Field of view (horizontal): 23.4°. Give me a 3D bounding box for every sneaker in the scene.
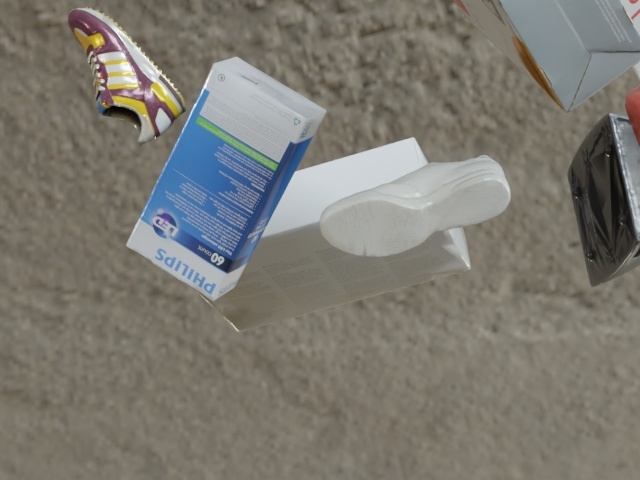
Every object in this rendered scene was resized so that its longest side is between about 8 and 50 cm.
[{"bbox_3d":[-0.249,-0.197,1.849,0.084,0.185,0.069,-44,173,-17],"label":"sneaker"},{"bbox_3d":[0.101,-0.046,1.725,0.212,0.094,0.080,-13,125,2],"label":"sneaker"}]

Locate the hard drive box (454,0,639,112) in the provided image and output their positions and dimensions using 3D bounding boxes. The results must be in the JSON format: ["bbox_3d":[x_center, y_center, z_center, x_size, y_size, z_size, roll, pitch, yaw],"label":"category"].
[{"bbox_3d":[0.162,-0.242,1.340,0.089,0.232,0.181,-36,123,3],"label":"hard drive box"}]

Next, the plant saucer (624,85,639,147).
[{"bbox_3d":[0.396,-0.038,1.176,0.258,0.048,0.259,-21,105,8],"label":"plant saucer"}]

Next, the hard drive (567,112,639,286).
[{"bbox_3d":[0.355,-0.046,1.860,0.054,0.172,0.254,-9,167,-4],"label":"hard drive"}]

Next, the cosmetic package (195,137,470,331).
[{"bbox_3d":[0.000,0.000,2.230,0.377,0.097,0.284,-15,155,12],"label":"cosmetic package"}]

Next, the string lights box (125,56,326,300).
[{"bbox_3d":[-0.115,-0.073,1.855,0.259,0.133,0.077,-61,170,21],"label":"string lights box"}]

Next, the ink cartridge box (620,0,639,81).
[{"bbox_3d":[0.395,-0.194,1.408,0.119,0.353,0.207,0,148,-40],"label":"ink cartridge box"}]
